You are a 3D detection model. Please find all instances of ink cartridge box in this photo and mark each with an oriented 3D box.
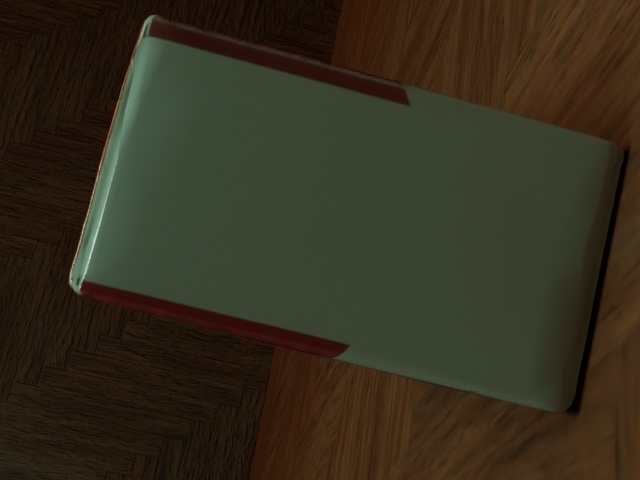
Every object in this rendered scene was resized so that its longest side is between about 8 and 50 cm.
[{"bbox_3d":[0.000,0.000,0.483,0.273,0.197,0.114,145,139,-82],"label":"ink cartridge box"}]
